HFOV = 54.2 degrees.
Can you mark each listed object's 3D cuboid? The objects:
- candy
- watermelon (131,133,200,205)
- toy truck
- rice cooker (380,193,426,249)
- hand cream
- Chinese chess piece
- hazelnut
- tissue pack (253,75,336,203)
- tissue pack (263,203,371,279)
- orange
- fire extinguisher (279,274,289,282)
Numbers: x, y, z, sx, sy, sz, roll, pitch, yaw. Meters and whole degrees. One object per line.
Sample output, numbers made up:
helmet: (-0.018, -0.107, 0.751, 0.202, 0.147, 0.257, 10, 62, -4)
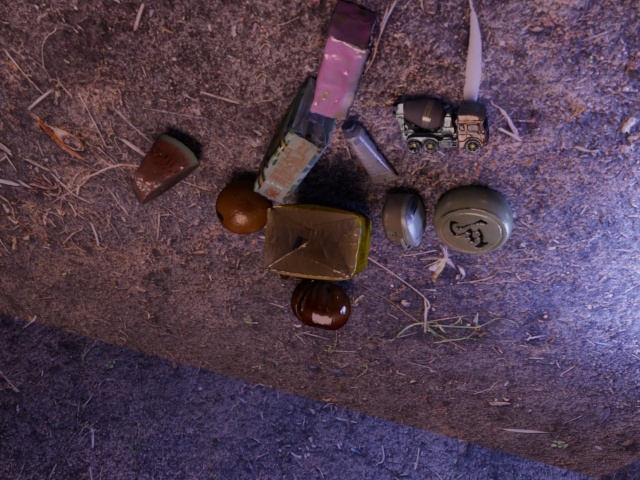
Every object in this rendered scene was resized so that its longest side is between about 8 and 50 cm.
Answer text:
candy: (0.057, -0.448, 1.589, 0.115, 0.156, 0.265, 13, 145, -5)
watermelon: (-0.550, -0.231, 2.067, 0.318, 0.226, 0.148, -32, 98, 32)
toy truck: (0.327, -0.323, 1.708, 0.256, 0.108, 0.140, 3, 129, 21)
rice cooker: (0.272, -0.066, 2.041, 0.127, 0.145, 0.206, 13, 149, 23)
hand cream: (0.144, -0.261, 1.902, 0.095, 0.059, 0.276, -10, 143, 29)
Chinese chess piece: (0.486, -0.062, 2.003, 0.250, 0.101, 0.250, 10, 143, 8)
hazelnut: (0.008, 0.253, 2.524, 0.251, 0.217, 0.217, 21, 151, 31)
tissue pack: (-0.071, -0.279, 1.799, 0.127, 0.228, 0.311, 25, 143, -13)
tissue pack: (0.000, 0.000, 2.025, 0.292, 0.229, 0.382, 7, -176, 10)
orange: (-0.262, -0.111, 2.133, 0.205, 0.206, 0.206, 10, 144, 7)
fire extinguisher: (-0.147, 0.112, 2.518, 0.078, 0.045, 0.157, -17, 137, 5)
